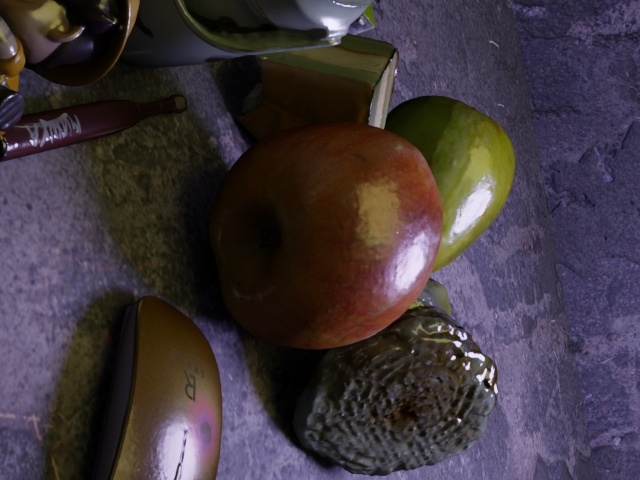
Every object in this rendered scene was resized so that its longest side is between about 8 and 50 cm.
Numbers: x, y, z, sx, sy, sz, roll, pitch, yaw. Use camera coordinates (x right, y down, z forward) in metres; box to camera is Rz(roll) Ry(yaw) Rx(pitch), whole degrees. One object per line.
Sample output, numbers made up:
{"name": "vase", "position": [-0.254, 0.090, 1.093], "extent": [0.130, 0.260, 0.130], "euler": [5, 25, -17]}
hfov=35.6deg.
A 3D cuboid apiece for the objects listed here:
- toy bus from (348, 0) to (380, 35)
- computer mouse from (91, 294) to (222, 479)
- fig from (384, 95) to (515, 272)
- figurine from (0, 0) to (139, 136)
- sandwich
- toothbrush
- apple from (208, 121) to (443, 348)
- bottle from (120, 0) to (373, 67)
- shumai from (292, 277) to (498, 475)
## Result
{"name": "toy bus", "position": [-0.020, -0.447, 1.597], "extent": [0.302, 0.113, 0.139], "euler": [35, 45, -53]}
{"name": "computer mouse", "position": [-0.172, 0.209, 1.061], "extent": [0.158, 0.072, 0.310], "euler": [44, 43, -47]}
{"name": "fig", "position": [0.199, -0.091, 1.739], "extent": [0.258, 0.258, 0.326], "euler": [41, 61, -52]}
{"name": "figurine", "position": [-0.275, -0.202, 0.918], "extent": [0.257, 0.192, 0.167], "euler": [-57, 163, -25]}
{"name": "sandwich", "position": [-0.011, -0.178, 1.440], "extent": [0.155, 0.198, 0.227], "euler": [-62, 164, -50]}
{"name": "toothbrush", "position": [-0.242, -0.133, 1.092], "extent": [0.364, 0.041, 0.041], "euler": [-32, 109, -63]}
{"name": "apple", "position": [0.000, 0.000, 1.249], "extent": [0.301, 0.301, 0.301], "euler": [35, 49, -55]}
{"name": "bottle", "position": [-0.086, -0.296, 1.082], "extent": [0.229, 0.352, 0.229], "euler": [-8, 101, -50]}
{"name": "shumai", "position": [0.088, 0.167, 1.473], "extent": [0.263, 0.304, 0.309], "euler": [-108, -164, -49]}
